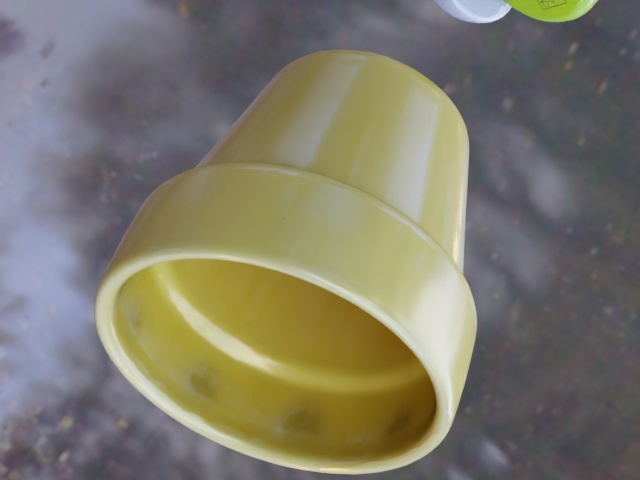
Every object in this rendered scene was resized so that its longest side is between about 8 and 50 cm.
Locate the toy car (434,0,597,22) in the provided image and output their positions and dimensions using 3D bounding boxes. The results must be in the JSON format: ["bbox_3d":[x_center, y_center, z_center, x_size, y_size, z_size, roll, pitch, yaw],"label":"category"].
[{"bbox_3d":[0.130,-0.227,0.871,0.136,0.159,0.182,-43,110,-36],"label":"toy car"}]

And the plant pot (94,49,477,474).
[{"bbox_3d":[0.000,0.000,1.024,0.254,0.254,0.239,88,19,-52],"label":"plant pot"}]
